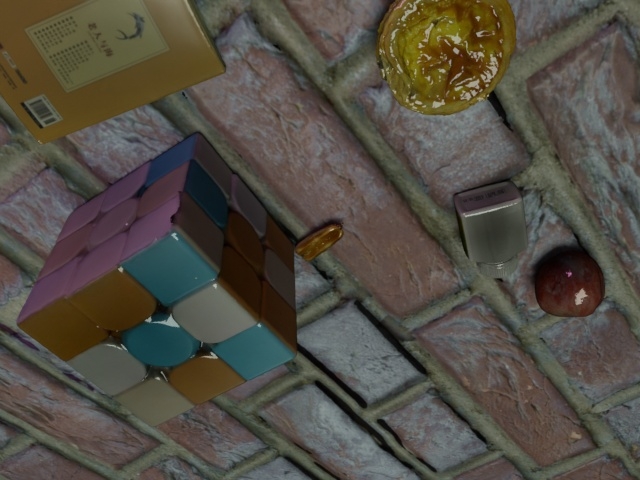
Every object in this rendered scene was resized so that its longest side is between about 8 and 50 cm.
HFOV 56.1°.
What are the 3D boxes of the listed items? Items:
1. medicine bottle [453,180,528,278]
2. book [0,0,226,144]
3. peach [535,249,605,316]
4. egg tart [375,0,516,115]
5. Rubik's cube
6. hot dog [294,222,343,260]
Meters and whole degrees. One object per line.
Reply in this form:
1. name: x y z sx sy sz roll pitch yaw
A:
1. medicine bottle: 0.361 -0.017 1.260 0.132 0.088 0.188 -15 126 7
2. book: -0.390 -0.335 1.017 0.389 0.032 0.269 -18 127 9
3. peach: 0.557 0.090 1.336 0.152 0.152 0.152 -2 126 -2
4. egg tart: 0.206 -0.331 1.014 0.241 0.106 0.241 -3 124 -4
5. Rubik's cube: -0.273 0.074 1.128 0.347 0.347 0.344 -27 122 16
6. hot dog: 0.000 0.000 1.285 0.133 0.041 0.056 -33 121 28
